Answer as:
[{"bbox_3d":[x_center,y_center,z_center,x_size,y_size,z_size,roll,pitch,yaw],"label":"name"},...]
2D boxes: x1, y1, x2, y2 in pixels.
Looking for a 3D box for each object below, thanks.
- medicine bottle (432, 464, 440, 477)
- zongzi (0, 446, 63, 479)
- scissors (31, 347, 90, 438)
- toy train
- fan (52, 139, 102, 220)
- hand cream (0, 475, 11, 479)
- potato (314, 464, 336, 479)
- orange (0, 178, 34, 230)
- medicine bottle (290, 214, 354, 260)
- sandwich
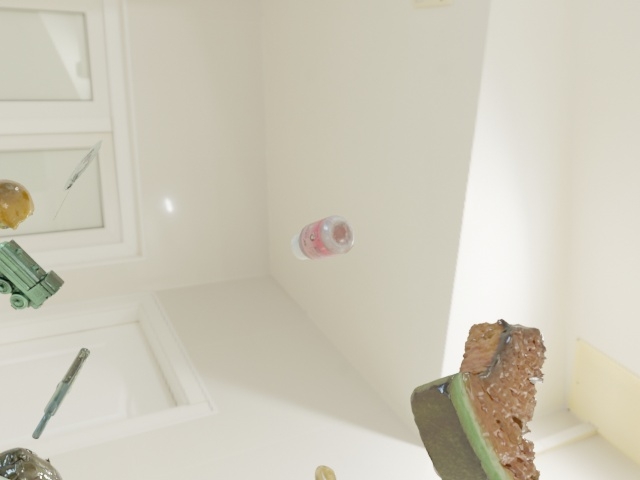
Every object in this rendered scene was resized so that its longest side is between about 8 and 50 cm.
[{"bbox_3d":[0.341,0.518,1.478,0.188,0.119,0.094,103,-33,-46],"label":"medicine bottle"},{"bbox_3d":[-0.889,0.878,1.872,0.432,0.207,0.403,58,-25,23],"label":"zongzi"},{"bbox_3d":[-0.741,0.431,1.722,0.289,0.041,0.138,-59,-168,6],"label":"scissors"},{"bbox_3d":[-0.642,0.070,1.276,0.170,0.111,0.071,52,18,-20],"label":"toy train"},{"bbox_3d":[-0.706,-0.174,1.716,0.190,0.009,0.329,-30,-144,33],"label":"fan"},{"bbox_3d":[-0.879,0.577,1.455,0.067,0.109,0.321,49,-4,45],"label":"hand cream"},{"bbox_3d":[0.013,0.623,1.549,0.083,0.062,0.068,-79,146,-55],"label":"potato"},{"bbox_3d":[-0.855,-0.105,1.627,0.170,0.160,0.112,41,-62,34],"label":"orange"},{"bbox_3d":[0.000,0.000,2.157,0.247,0.147,0.147,-18,-100,51],"label":"medicine bottle"},{"bbox_3d":[0.235,0.237,0.900,0.162,0.301,0.250,-14,-64,47],"label":"sandwich"}]
